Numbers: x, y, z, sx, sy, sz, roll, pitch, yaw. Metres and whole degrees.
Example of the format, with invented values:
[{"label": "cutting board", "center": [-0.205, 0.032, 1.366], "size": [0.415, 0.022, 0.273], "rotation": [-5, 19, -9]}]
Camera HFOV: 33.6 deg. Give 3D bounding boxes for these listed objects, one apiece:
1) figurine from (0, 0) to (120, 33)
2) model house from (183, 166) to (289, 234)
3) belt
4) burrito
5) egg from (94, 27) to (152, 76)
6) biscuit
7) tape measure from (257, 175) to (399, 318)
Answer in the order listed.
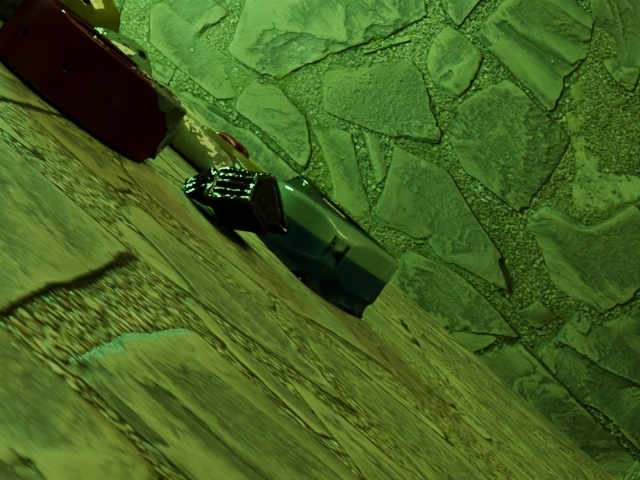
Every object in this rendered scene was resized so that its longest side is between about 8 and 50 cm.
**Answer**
[{"label": "figurine", "center": [-0.468, -0.418, 1.839], "size": [0.327, 0.169, 0.218], "rotation": [40, 19, 10]}, {"label": "model house", "center": [-0.146, -0.064, 1.704], "size": [0.165, 0.106, 0.152], "rotation": [6, 6, 18]}, {"label": "belt", "center": [-0.331, -0.240, 1.568], "size": [0.227, 0.115, 0.324], "rotation": [47, 6, 38]}, {"label": "burrito", "center": [-0.316, -0.253, 2.148], "size": [0.392, 0.076, 0.117], "rotation": [44, -2, 4]}, {"label": "egg", "center": [-0.350, -0.286, 1.738], "size": [0.131, 0.131, 0.164], "rotation": [44, 1, 33]}, {"label": "biscuit", "center": [-0.138, -0.128, 2.482], "size": [0.394, 0.076, 0.368], "rotation": [44, 4, 29]}, {"label": "tape measure", "center": [0.002, 0.000, 2.015], "size": [0.262, 0.138, 0.259], "rotation": [44, 3, 29]}]
